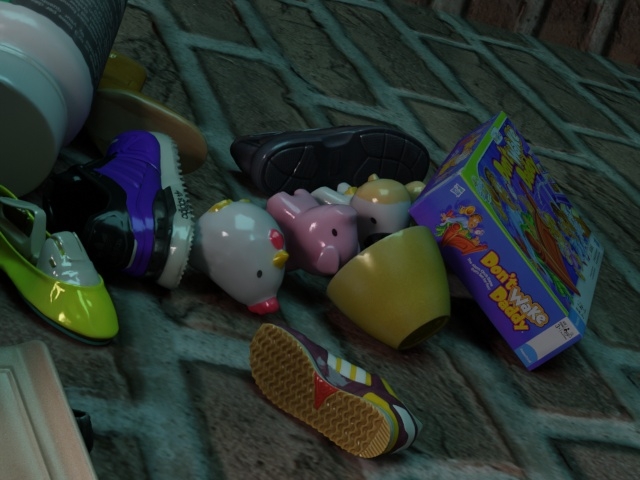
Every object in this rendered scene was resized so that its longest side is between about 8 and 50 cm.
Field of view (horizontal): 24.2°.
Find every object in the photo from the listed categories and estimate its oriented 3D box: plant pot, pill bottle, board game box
[{"bbox_3d":[0.088,0.061,1.615,0.134,0.134,0.095,-8,59,-51],"label":"plant pot"},{"bbox_3d":[-0.345,-0.219,1.696,0.204,0.204,0.361,17,38,-8],"label":"pill bottle"},{"bbox_3d":[0.237,-0.011,1.819,0.233,0.078,0.347,53,21,-5],"label":"board game box"}]

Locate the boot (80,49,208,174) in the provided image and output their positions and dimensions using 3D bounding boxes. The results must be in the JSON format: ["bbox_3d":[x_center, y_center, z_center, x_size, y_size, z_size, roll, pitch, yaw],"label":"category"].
[{"bbox_3d":[-0.254,-0.183,1.916,0.295,0.104,0.211,16,26,9],"label":"boot"}]

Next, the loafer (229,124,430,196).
[{"bbox_3d":[0.015,-0.116,2.014,0.302,0.109,0.095,-3,25,-40],"label":"loafer"}]

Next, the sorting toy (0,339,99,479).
[{"bbox_3d":[-0.271,0.160,1.074,0.196,0.047,0.348,-6,48,-28],"label":"sorting toy"}]

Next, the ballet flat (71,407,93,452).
[{"bbox_3d":[-0.242,0.124,1.237,0.173,0.049,0.057,34,24,33],"label":"ballet flat"}]

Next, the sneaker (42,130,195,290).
[{"bbox_3d":[-0.232,-0.055,1.628,0.146,0.102,0.293,11,22,-21],"label":"sneaker"}]

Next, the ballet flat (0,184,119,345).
[{"bbox_3d":[-0.272,0.014,1.450,0.077,0.077,0.231,-3,30,-47],"label":"ballet flat"}]

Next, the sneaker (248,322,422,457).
[{"bbox_3d":[0.012,0.142,1.414,0.185,0.070,0.084,39,18,28],"label":"sneaker"}]

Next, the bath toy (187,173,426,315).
[{"bbox_3d":[0.000,0.000,1.677,0.348,0.151,0.129,-14,68,-52],"label":"bath toy"}]
